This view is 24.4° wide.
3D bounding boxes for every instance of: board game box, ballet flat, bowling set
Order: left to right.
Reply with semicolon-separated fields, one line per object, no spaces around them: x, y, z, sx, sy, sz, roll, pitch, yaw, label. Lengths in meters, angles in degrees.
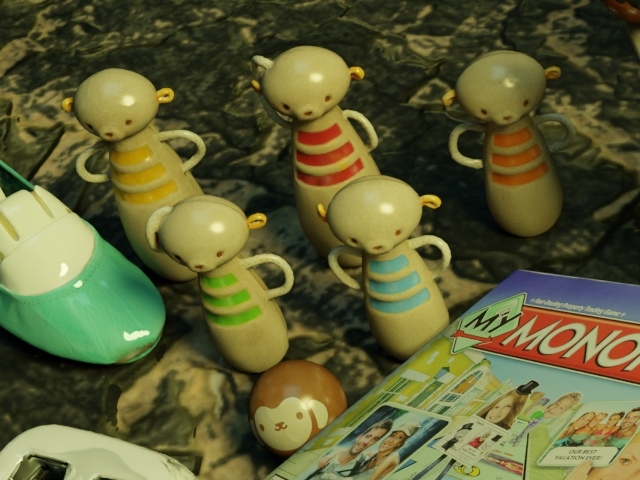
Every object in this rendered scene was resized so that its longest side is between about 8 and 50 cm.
-0.195;-0.004;0.919;0.083;0.087;0.247;-41;48;-23;ballet flat
0.000;0.000;0.800;0.287;0.154;0.200;-9;44;10;bowling set
0.106;0.101;0.638;0.213;0.046;0.317;-38;18;-19;board game box

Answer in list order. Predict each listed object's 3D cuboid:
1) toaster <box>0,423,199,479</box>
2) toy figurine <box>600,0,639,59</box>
-0.106;0.186;0.658;0.129;0.146;0.227;13;52;28;toaster
0.239;-0.137;0.651;0.209;0.148;0.213;18;67;46;toy figurine
